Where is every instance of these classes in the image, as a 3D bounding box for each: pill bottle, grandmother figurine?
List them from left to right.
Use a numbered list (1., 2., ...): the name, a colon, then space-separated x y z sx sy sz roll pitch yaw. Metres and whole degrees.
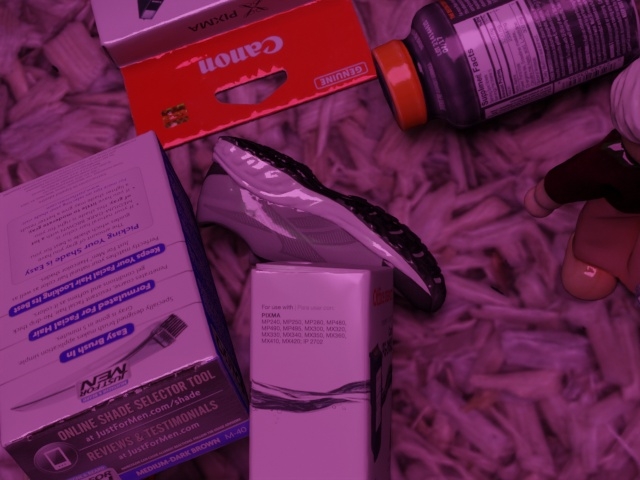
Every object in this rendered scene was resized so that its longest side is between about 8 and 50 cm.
1. pill bottle: 0.177 -0.191 1.164 0.245 0.130 0.130 -21 67 1
2. grandmother figurine: 0.276 -0.048 0.974 0.207 0.342 0.104 -20 67 2

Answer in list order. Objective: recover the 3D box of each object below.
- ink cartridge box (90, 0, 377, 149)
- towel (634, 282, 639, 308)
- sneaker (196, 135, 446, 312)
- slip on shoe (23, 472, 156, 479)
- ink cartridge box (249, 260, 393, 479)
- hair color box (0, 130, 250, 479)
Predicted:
1. ink cartridge box: -0.101 -0.243 1.270 0.275 0.060 0.239 -19 66 2
2. towel: 0.431 0.065 0.969 0.283 0.121 0.235 -29 100 -3
3. sneaker: 0.000 0.000 1.148 0.271 0.100 0.108 30 101 16
4. slip on shoe: -0.201 0.211 1.091 0.123 0.101 0.331 -11 52 27
5. ink cartridge box: 0.004 0.137 1.002 0.100 0.172 0.237 1 90 9
6. hair color box: -0.190 0.059 1.070 0.185 0.110 0.339 -23 39 0
